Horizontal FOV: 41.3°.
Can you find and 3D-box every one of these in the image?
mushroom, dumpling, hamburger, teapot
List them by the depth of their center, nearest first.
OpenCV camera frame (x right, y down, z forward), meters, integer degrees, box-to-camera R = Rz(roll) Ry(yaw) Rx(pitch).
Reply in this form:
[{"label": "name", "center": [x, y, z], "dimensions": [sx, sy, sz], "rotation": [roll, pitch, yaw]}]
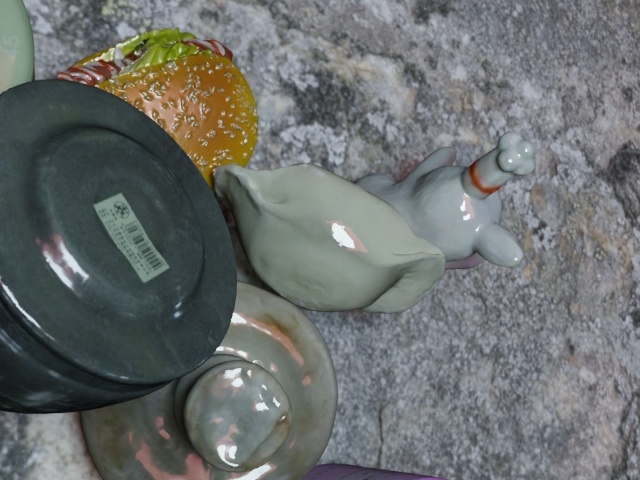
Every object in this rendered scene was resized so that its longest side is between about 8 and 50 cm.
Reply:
[{"label": "teapot", "center": [-0.245, 0.029, 0.628], "dimensions": [0.321, 0.239, 0.239], "rotation": [2, 64, -56]}, {"label": "mushroom", "center": [-0.094, 0.153, 0.769], "dimensions": [0.243, 0.243, 0.243], "rotation": [5, 78, -27]}, {"label": "dumpling", "center": [0.000, 0.000, 0.849], "dimensions": [0.250, 0.162, 0.132], "rotation": [27, 57, -6]}, {"label": "hamburger", "center": [-0.167, -0.118, 0.850], "dimensions": [0.210, 0.116, 0.173], "rotation": [-21, 94, -29]}]

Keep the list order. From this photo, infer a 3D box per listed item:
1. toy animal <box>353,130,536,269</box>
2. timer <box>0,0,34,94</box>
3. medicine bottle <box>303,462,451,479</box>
[{"label": "toy animal", "center": [0.134, -0.027, 0.914], "dimensions": [0.138, 0.282, 0.140], "rotation": [-26, 96, -51]}, {"label": "timer", "center": [-0.345, -0.169, 0.651], "dimensions": [0.290, 0.315, 0.291], "rotation": [5, 80, -28]}, {"label": "medicine bottle", "center": [0.074, 0.309, 0.802], "dimensions": [0.178, 0.290, 0.178], "rotation": [6, 78, -28]}]
